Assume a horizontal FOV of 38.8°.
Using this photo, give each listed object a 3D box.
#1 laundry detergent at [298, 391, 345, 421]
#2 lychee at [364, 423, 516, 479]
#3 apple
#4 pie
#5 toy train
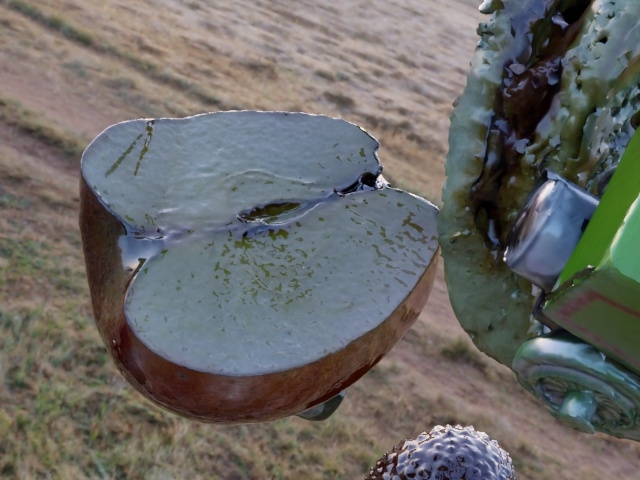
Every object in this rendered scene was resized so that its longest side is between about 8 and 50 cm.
[{"bbox_3d":[-0.073,0.247,1.554,0.211,0.137,0.063,19,51,-14],"label":"laundry detergent"},{"bbox_3d":[0.180,0.403,1.370,0.261,0.260,0.260,19,21,-8],"label":"lychee"},{"bbox_3d":[-0.061,0.006,0.933,0.365,0.328,0.295,-17,3,-26],"label":"apple"},{"bbox_3d":[0.248,-0.055,0.809,0.181,0.417,0.395,19,34,31],"label":"pie"},{"bbox_3d":[0.252,0.051,0.485,0.307,0.173,0.249,32,-19,4],"label":"toy train"}]
